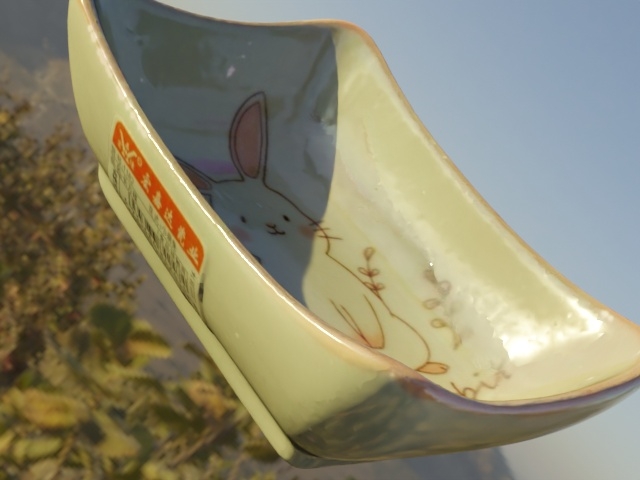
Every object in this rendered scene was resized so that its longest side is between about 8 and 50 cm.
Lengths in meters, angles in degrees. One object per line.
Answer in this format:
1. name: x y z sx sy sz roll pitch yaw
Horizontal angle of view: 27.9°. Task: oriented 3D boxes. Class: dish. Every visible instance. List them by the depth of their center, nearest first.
1. dish: 0.000 0.000 0.458 0.151 0.077 0.212 1 40 -45
